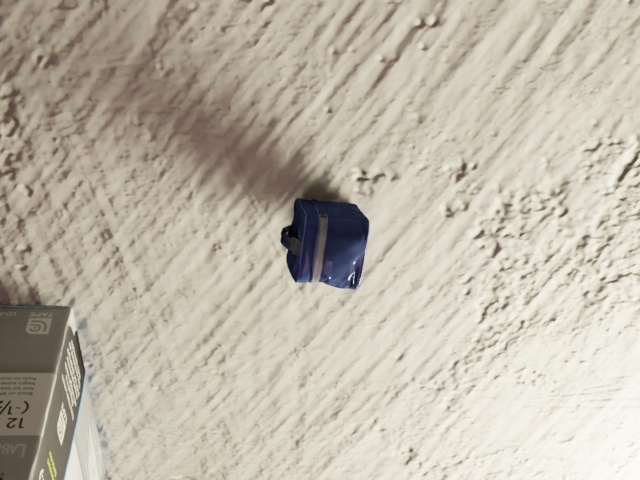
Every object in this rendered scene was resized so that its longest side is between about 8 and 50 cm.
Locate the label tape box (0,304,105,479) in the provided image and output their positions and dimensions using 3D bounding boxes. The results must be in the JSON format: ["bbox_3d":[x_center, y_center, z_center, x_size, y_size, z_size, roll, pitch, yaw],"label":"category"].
[{"bbox_3d":[-0.284,0.264,1.271,0.115,0.347,0.249,-1,131,1],"label":"label tape box"}]

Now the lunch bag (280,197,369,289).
[{"bbox_3d":[0.000,0.000,1.214,0.065,0.098,0.067,8,100,-10],"label":"lunch bag"}]
